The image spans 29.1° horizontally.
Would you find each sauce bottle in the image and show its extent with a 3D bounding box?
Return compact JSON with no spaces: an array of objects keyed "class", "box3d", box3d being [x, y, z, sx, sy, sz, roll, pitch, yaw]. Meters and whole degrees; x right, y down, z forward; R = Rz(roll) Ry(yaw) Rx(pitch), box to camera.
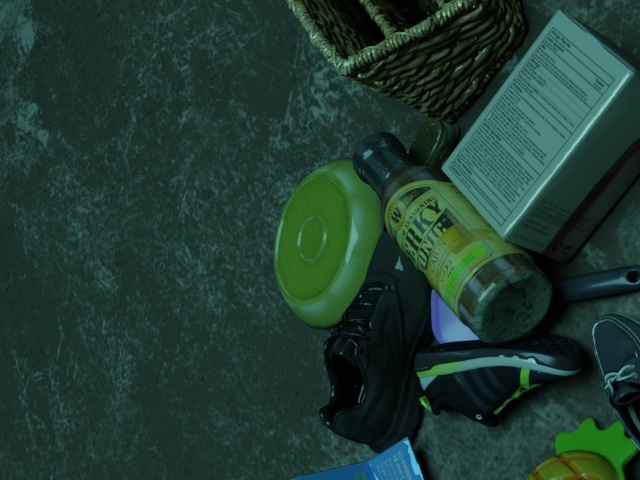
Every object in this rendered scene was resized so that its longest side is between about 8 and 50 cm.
[{"class":"sauce bottle","box3d":[0.142,-0.016,1.480,0.111,0.111,0.344,-57,41,16]}]

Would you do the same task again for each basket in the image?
[{"class":"basket","box3d":[0.101,-0.336,1.606,0.213,0.223,0.299,-50,44,23]}]

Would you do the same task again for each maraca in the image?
[{"class":"maraca","box3d":[0.268,0.265,1.294,0.127,0.099,0.186,0,49,46]}]

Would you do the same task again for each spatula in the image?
[{"class":"spatula","box3d":[0.251,0.068,1.433,0.296,0.030,0.084,-16,65,43]}]

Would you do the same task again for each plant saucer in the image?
[{"class":"plant saucer","box3d":[0.000,0.000,1.705,0.241,0.037,0.241,-24,59,50]}]

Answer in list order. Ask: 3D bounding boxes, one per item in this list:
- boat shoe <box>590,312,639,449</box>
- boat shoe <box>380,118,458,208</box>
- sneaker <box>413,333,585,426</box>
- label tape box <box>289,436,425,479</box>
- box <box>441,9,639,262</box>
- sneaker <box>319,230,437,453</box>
[{"class":"boat shoe","box3d":[0.332,0.152,1.284,0.075,0.065,0.206,-46,46,27]},{"class":"boat shoe","box3d":[0.131,-0.088,1.622,0.056,0.048,0.153,40,112,41]},{"class":"sneaker","box3d":[0.210,0.165,1.426,0.234,0.084,0.097,-8,94,47]},{"class":"label tape box","box3d":[0.001,0.418,1.500,0.333,0.106,0.241,-41,57,31]},{"class":"box","box3d":[0.275,-0.115,1.402,0.232,0.127,0.148,-54,43,19]},{"class":"sneaker","box3d":[0.071,0.116,1.539,0.109,0.130,0.286,-9,68,48]}]
